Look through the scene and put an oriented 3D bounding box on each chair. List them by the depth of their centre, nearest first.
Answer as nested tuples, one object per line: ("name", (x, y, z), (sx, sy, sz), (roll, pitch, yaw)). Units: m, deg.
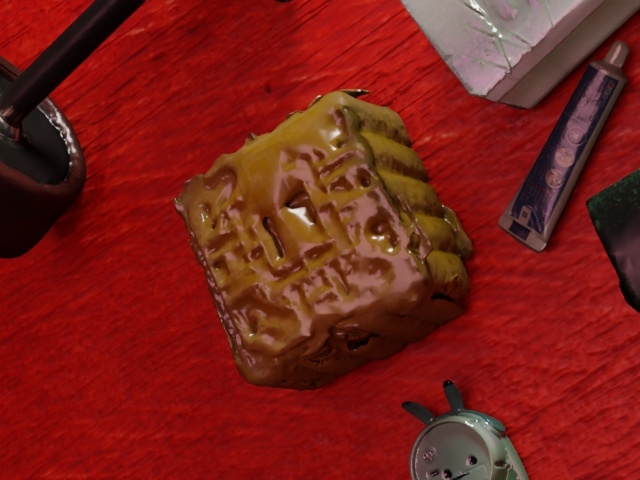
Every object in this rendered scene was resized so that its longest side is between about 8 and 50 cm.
("chair", (-0.234, -0.186, 1.731), (0.401, 0.226, 0.226), (-42, 67, 21))

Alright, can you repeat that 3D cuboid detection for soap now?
("soap", (0.206, -0.242, 1.554), (0.261, 0.094, 0.150), (-44, 67, 20))

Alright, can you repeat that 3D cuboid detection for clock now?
("clock", (0.121, 0.196, 1.595), (0.101, 0.041, 0.135), (-30, 72, 25))

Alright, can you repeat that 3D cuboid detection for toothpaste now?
("toothpaste", (0.218, -0.085, 1.569), (0.057, 0.035, 0.197), (36, 106, 36))

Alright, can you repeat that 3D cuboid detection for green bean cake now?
("green bean cake", (0.000, 0.000, 1.631), (0.224, 0.131, 0.229), (-31, 72, 23))

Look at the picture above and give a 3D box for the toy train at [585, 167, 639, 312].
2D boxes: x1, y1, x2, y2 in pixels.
("toy train", (0.363, -0.036, 1.398), (0.330, 0.178, 0.138), (-33, 70, 25))
